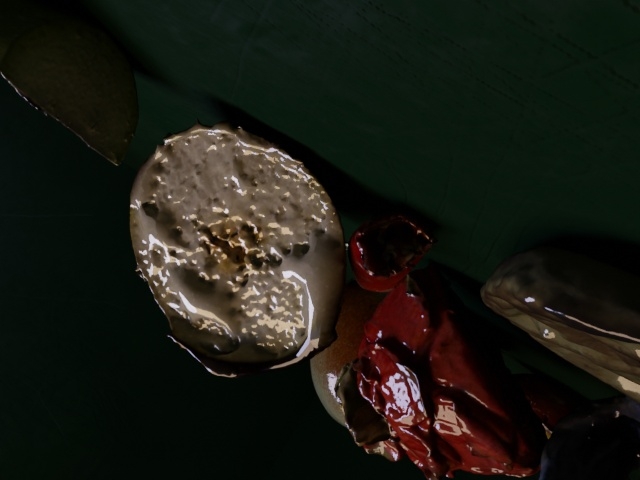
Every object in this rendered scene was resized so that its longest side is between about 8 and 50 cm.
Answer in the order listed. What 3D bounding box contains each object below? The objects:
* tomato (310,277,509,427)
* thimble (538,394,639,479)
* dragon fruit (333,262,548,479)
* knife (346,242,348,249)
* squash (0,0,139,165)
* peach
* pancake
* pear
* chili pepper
[{"bbox_3d":[0.126,0.205,0.921,0.303,0.239,0.303,29,169,6],"label":"tomato"},{"bbox_3d":[0.338,0.287,0.598,0.205,0.236,0.172,-16,131,43],"label":"thimble"},{"bbox_3d":[0.133,0.216,0.682,0.317,0.205,0.152,51,-160,-23],"label":"dragon fruit"},{"bbox_3d":[0.000,0.000,0.958,0.026,0.022,0.184,8,-177,-25],"label":"knife"},{"bbox_3d":[-0.250,-0.196,0.577,0.184,0.085,0.192,61,-177,24],"label":"squash"},{"bbox_3d":[0.378,0.282,0.971,0.172,0.092,0.127,43,169,8],"label":"peach"},{"bbox_3d":[0.236,0.084,0.400,0.294,0.049,0.294,29,175,3],"label":"pancake"},{"bbox_3d":[-0.059,-0.005,0.637,0.267,0.267,0.178,31,-155,14],"label":"pear"},{"bbox_3d":[0.061,0.012,0.557,0.070,0.073,0.123,26,168,4],"label":"chili pepper"}]
